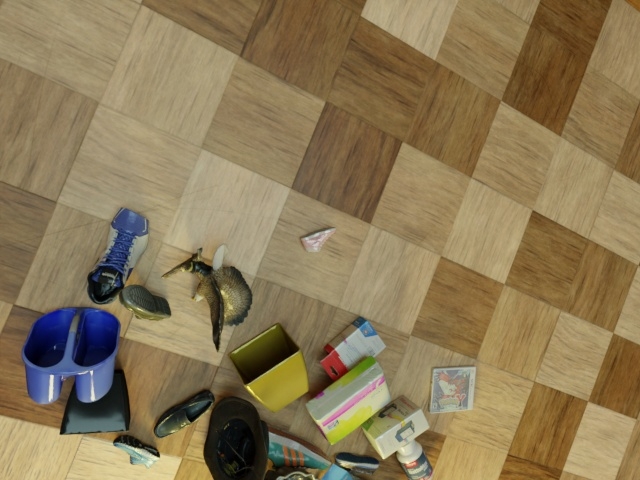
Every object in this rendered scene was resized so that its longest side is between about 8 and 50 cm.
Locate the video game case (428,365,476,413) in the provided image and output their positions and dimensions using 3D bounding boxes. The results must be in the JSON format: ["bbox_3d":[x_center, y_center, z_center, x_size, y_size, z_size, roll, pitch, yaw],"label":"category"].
[{"bbox_3d":[0.536,0.603,2.058,0.201,0.023,0.184,2,94,-19],"label":"video game case"}]

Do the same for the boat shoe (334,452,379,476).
[{"bbox_3d":[0.134,0.857,1.922,0.183,0.066,0.066,16,98,-15],"label":"boat shoe"}]

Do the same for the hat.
[{"bbox_3d":[-0.247,0.687,1.698,0.133,0.331,0.332,8,92,-49],"label":"hat"}]

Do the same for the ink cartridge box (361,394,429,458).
[{"bbox_3d":[0.277,0.695,1.908,0.212,0.154,0.093,-27,101,-14],"label":"ink cartridge box"}]

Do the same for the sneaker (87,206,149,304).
[{"bbox_3d":[-0.612,0.065,1.537,0.127,0.182,0.316,23,87,-21],"label":"sneaker"}]

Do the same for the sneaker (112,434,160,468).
[{"bbox_3d":[-0.609,0.700,1.658,0.162,0.063,0.073,37,86,-18],"label":"sneaker"}]

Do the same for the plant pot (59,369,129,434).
[{"bbox_3d":[-0.681,0.488,1.559,0.187,0.188,0.167,3,82,-19],"label":"plant pot"}]

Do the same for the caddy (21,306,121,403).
[{"bbox_3d":[-0.707,0.309,1.458,0.241,0.341,0.179,3,112,-19],"label":"caddy"}]

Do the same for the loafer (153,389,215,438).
[{"bbox_3d":[-0.454,0.583,1.690,0.223,0.078,0.076,-33,104,-13],"label":"loafer"}]

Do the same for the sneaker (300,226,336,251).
[{"bbox_3d":[0.000,0.000,1.809,0.134,0.051,0.070,-21,103,-13],"label":"sneaker"}]

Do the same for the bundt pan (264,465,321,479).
[{"bbox_3d":[-0.136,0.912,1.699,0.330,0.124,0.331,-2,94,-32],"label":"bundt pan"}]

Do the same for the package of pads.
[{"bbox_3d":[0.111,0.580,1.824,0.296,0.101,0.229,-33,137,-13],"label":"package of pads"}]

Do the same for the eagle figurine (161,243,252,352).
[{"bbox_3d":[-0.339,0.173,1.643,0.226,0.225,0.298,-40,95,-22],"label":"eagle figurine"}]

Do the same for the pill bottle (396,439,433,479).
[{"bbox_3d":[0.358,0.848,1.975,0.107,0.108,0.180,-30,103,-14],"label":"pill bottle"}]

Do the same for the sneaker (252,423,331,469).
[{"bbox_3d":[-0.109,0.768,1.815,0.302,0.108,0.121,28,86,-11],"label":"sneaker"}]

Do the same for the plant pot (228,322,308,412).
[{"bbox_3d":[-0.158,0.448,1.723,0.212,0.212,0.187,-30,116,-14],"label":"plant pot"}]

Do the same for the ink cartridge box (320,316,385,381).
[{"bbox_3d":[0.109,0.408,1.866,0.231,0.078,0.134,-38,105,-12],"label":"ink cartridge box"}]

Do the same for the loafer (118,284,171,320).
[{"bbox_3d":[-0.550,0.208,1.558,0.087,0.251,0.095,-23,66,3],"label":"loafer"}]

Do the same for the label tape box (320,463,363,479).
[{"bbox_3d":[0.115,1.020,1.886,0.333,0.106,0.241,36,95,-18],"label":"label tape box"}]
